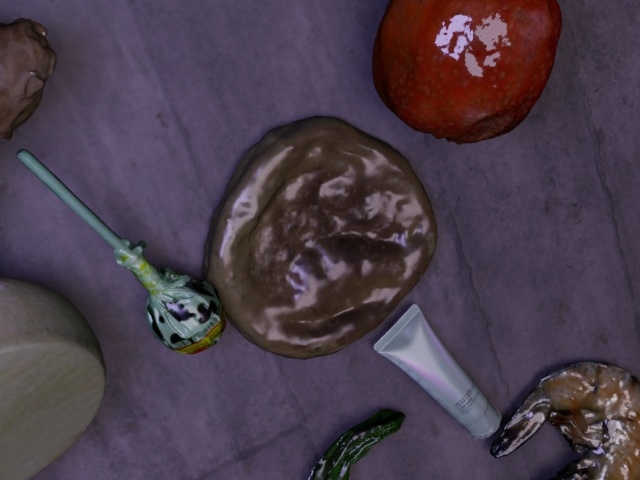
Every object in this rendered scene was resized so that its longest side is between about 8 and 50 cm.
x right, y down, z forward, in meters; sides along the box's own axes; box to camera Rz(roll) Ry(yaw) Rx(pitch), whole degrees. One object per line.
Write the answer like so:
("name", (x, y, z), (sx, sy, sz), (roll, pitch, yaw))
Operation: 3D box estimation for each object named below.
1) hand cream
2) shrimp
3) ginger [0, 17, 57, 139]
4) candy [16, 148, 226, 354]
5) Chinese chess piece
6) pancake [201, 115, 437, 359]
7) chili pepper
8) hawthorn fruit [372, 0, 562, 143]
("hand cream", (0.156, 0.175, 1.164), (0.078, 0.050, 0.205), (-45, 110, -6))
("shrimp", (0.315, 0.317, 1.253), (0.365, 0.071, 0.233), (-39, 104, -8))
("ginger", (-0.393, -0.097, 0.830), (0.256, 0.176, 0.375), (15, 99, -5))
("candy", (-0.207, 0.012, 0.946), (0.083, 0.091, 0.305), (-49, 122, -14))
("Chinese chess piece", (-0.335, 0.150, 0.882), (0.250, 0.101, 0.250), (-31, 147, -22))
("pancake", (0.000, 0.000, 1.061), (0.294, 0.049, 0.295), (-4, 103, -19))
("chili pepper", (0.036, 0.281, 1.142), (0.073, 0.050, 0.182), (38, 85, -17))
("hawthorn fruit", (0.164, -0.232, 0.975), (0.205, 0.205, 0.253), (10, 112, -22))
